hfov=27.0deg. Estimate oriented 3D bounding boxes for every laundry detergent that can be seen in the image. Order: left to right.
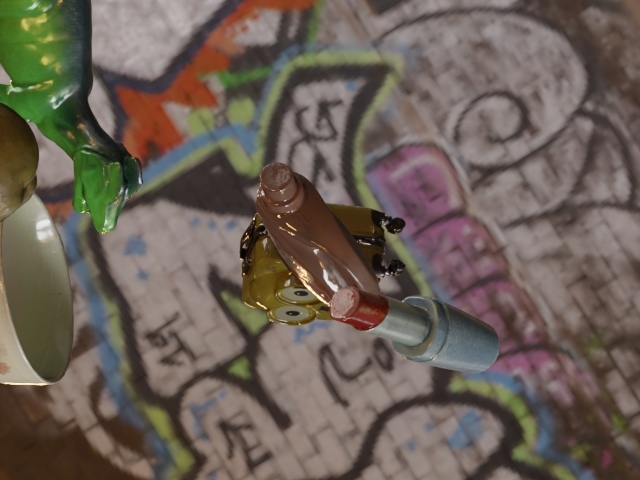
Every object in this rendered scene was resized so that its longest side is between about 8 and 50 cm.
[{"bbox_3d":[0.000,0.000,1.636,0.171,0.076,0.237,40,167,26],"label":"laundry detergent"}]

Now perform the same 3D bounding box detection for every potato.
[{"bbox_3d":[-0.403,-0.096,1.445,0.200,0.137,0.154,30,161,1],"label":"potato"}]

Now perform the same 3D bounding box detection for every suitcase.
[{"bbox_3d":[-0.005,0.038,2.007,0.194,0.234,0.143,116,158,-64],"label":"suitcase"}]

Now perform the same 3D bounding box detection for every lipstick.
[{"bbox_3d":[0.094,0.086,1.333,0.061,0.068,0.274,10,173,36],"label":"lipstick"}]

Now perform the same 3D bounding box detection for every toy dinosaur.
[{"bbox_3d":[-0.287,-0.298,1.506,0.374,0.500,0.144,41,-147,22],"label":"toy dinosaur"}]

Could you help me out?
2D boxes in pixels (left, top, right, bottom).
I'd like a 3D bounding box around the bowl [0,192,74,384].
[{"bbox_3d":[-0.447,0.072,1.827,0.277,0.145,0.277,-11,-90,-85],"label":"bowl"}]
